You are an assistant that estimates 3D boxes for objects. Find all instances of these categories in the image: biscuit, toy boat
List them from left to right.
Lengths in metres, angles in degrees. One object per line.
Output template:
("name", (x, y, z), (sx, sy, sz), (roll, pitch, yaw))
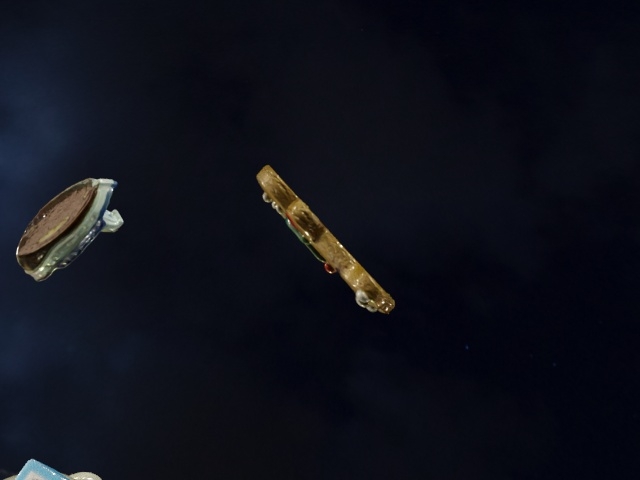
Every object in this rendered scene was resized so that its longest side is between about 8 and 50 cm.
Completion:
("toy boat", (-0.478, -0.017, 1.246), (0.262, 0.114, 0.115), (-40, -33, 3))
("biscuit", (0.000, 0.000, 0.974), (0.049, 0.197, 0.301), (-41, -109, -1))

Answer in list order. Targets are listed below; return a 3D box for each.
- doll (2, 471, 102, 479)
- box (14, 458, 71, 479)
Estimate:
("doll", (-0.428, 0.506, 1.002), (0.226, 0.370, 0.215), (-19, -70, -24))
("box", (-0.258, 0.362, 0.693), (0.232, 0.083, 0.143), (29, -116, 5))
